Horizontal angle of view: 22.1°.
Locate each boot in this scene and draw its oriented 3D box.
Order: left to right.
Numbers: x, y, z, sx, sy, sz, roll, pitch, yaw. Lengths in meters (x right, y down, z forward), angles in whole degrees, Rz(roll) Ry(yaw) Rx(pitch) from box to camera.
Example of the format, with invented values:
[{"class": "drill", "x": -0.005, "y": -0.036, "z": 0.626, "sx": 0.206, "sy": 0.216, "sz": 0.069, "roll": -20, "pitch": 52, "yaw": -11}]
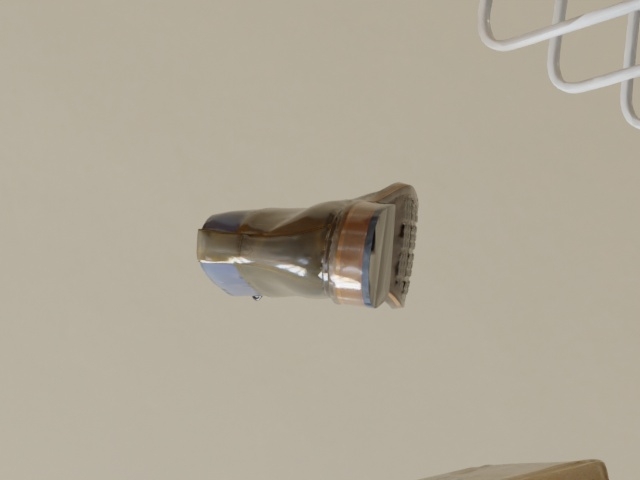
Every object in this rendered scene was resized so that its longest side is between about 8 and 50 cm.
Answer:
[{"class": "boot", "x": 0.000, "y": 0.000, "z": 1.010, "sx": 0.106, "sy": 0.219, "sz": 0.082, "roll": 6, "pitch": -90, "yaw": 11}]

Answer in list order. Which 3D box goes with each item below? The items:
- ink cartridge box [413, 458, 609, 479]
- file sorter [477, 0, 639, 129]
[{"class": "ink cartridge box", "x": 0.112, "y": 0.228, "z": 0.938, "sx": 0.088, "sy": 0.234, "sz": 0.193, "roll": -12, "pitch": -96, "yaw": -10}, {"class": "file sorter", "x": 0.253, "y": -0.162, "z": 0.999, "sx": 0.277, "sy": 0.173, "sz": 0.193, "roll": 21, "pitch": -110, "yaw": -34}]
